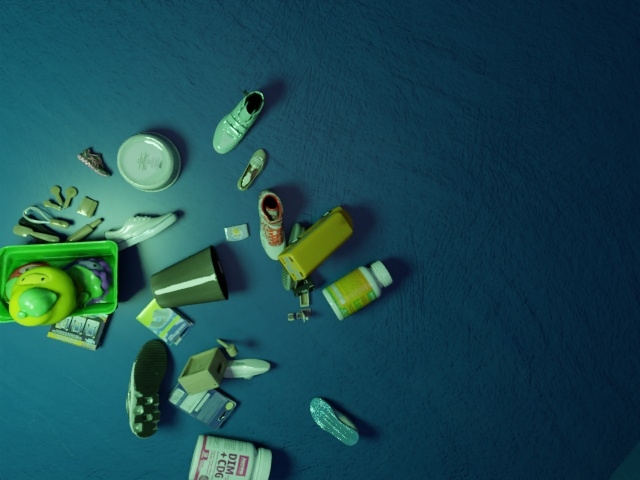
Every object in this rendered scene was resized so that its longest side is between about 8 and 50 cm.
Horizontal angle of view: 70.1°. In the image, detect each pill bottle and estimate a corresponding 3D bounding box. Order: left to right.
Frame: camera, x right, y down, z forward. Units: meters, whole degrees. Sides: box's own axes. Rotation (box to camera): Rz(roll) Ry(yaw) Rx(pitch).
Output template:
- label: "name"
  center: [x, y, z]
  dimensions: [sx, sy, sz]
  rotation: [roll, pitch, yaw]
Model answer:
- label: "pill bottle"
  center: [-0.337, 0.837, 1.718]
  dimensions: [0.283, 0.160, 0.160]
  rotation: [14, 95, -11]
- label: "pill bottle"
  center: [0.142, 0.181, 1.714]
  dimensions: [0.246, 0.136, 0.136]
  rotation: [-32, 102, -4]

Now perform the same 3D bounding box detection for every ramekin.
- label: "ramekin"
  center: [-0.585, -0.267, 1.547]
  dimensions: [0.207, 0.109, 0.207]
  rotation: [-1, 98, -9]

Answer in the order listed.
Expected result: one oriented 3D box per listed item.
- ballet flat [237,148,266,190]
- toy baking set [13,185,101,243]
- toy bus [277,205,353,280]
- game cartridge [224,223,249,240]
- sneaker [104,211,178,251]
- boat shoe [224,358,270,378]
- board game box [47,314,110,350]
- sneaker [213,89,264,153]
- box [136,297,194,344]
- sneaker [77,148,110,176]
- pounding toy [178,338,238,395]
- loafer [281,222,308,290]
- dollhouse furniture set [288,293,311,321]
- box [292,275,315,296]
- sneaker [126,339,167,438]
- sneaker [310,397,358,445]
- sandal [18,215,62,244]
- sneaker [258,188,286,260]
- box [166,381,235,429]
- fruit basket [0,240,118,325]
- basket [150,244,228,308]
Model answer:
- label: "ballet flat"
  center: [-0.242, -0.250, 1.634]
  dimensions: [0.057, 0.052, 0.168]
  rotation: [28, 92, -12]
- label: "toy baking set"
  center: [-0.888, -0.070, 1.552]
  dimensions: [0.197, 0.030, 0.256]
  rotation: [46, 75, -4]
- label: "toy bus"
  center: [0.000, 0.000, 1.607]
  dimensions: [0.333, 0.130, 0.108]
  rotation: [-41, 102, -32]
- label: "game cartridge"
  center: [-0.307, -0.027, 1.674]
  dimensions: [0.083, 0.017, 0.056]
  rotation: [-12, 104, -7]
- label: "sneaker"
  center: [-0.625, -0.048, 1.578]
  dimensions: [0.258, 0.094, 0.091]
  rotation: [-26, 106, -4]
- label: "boat shoe"
  center: [-0.283, 0.494, 1.729]
  dimensions: [0.184, 0.066, 0.063]
  rotation: [-1, 108, -10]
- label: "board game box"
  center: [-0.851, 0.296, 1.615]
  dimensions: [0.170, 0.048, 0.141]
  rotation: [21, 96, -11]
- label: "sneaker"
  center: [-0.284, -0.409, 1.554]
  dimensions: [0.094, 0.151, 0.256]
  rotation: [37, 92, -14]
- label: "box"
  center: [-0.564, 0.296, 1.665]
  dimensions: [0.178, 0.042, 0.109]
  rotation: [42, 90, -11]
- label: "sneaker"
  center: [-0.763, -0.266, 1.554]
  dimensions: [0.119, 0.047, 0.057]
  rotation: [41, 79, -13]
- label: "pounding toy"
  center: [-0.380, 0.449, 1.661]
  dimensions: [0.206, 0.181, 0.094]
  rotation: [-22, 112, 16]
- label: "loafer"
  center: [-0.078, 0.063, 1.668]
  dimensions: [0.087, 0.094, 0.251]
  rotation: [15, 81, -19]
- label: "dollhouse furniture set"
  center: [-0.078, 0.249, 1.716]
  dimensions: [0.091, 0.081, 0.114]
  rotation: [-4, 99, -9]
- label: "box"
  center: [-0.070, 0.166, 1.710]
  dimensions: [0.083, 0.052, 0.062]
  rotation: [-21, 66, -6]
- label: "sneaker"
  center: [-0.646, 0.527, 1.649]
  dimensions: [0.122, 0.146, 0.330]
  rotation: [17, 70, -38]
- label: "sneaker"
  center: [0.053, 0.710, 1.805]
  dimensions: [0.229, 0.092, 0.087]
  rotation: [41, 92, 7]
- label: "sandal"
  center: [-0.949, -0.013, 1.559]
  dimensions: [0.179, 0.040, 0.067]
  rotation: [44, 64, -2]
- label: "sneaker"
  center: [-0.172, -0.047, 1.626]
  dimensions: [0.090, 0.145, 0.270]
  rotation: [-8, 99, -8]
- label: "box"
  center: [-0.449, 0.607, 1.730]
  dimensions: [0.225, 0.036, 0.136]
  rotation: [38, 91, -11]
- label: "fruit basket"
  center: [-0.827, 0.136, 1.412]
  dimensions: [0.392, 0.392, 0.283]
  rotation: [-4, 73, -9]
- label: "basket"
  center: [-0.464, 0.145, 1.607]
  dimensions: [0.227, 0.154, 0.204]
  rotation: [-17, 83, -2]
